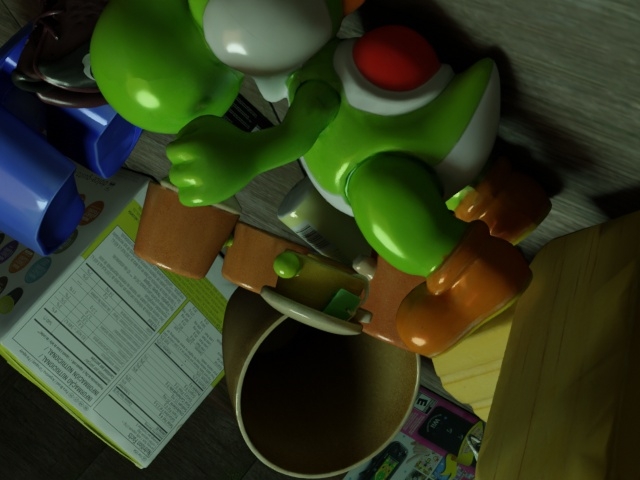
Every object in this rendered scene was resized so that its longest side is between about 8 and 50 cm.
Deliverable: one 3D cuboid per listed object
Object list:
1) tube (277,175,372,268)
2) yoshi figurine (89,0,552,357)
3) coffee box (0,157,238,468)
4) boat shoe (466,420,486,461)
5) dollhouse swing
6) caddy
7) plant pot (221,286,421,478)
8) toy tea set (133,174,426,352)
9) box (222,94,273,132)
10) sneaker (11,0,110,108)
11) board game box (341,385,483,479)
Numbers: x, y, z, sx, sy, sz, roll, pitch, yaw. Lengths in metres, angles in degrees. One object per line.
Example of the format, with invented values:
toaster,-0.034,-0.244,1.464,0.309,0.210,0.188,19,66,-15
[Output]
tube,0.059,0.027,1.047,0.240,0.070,0.062,42,123,-19
yoshi figurine,-0.019,-0.082,0.703,0.362,0.203,0.203,46,169,-10
coffee box,-0.359,0.104,1.629,0.337,0.334,0.338,17,152,52
boat shoe,0.200,0.207,0.995,0.095,0.079,0.255,21,-150,-44
dollhouse swing,0.227,0.206,0.695,0.346,0.315,0.305,38,135,-13
caddy,-0.336,-0.127,1.161,0.179,0.241,0.341,34,166,-4
plant pot,-0.031,0.137,1.278,0.237,0.237,0.254,49,176,-28
toy tea set,0.000,0.000,0.840,0.200,0.124,0.336,22,-179,31
box,-0.137,-0.152,1.027,0.207,0.036,0.114,42,163,-9
sneaker,-0.235,-0.218,0.848,0.281,0.162,0.106,42,163,-9
board game box,0.191,0.357,1.310,0.303,0.224,0.097,26,156,37
